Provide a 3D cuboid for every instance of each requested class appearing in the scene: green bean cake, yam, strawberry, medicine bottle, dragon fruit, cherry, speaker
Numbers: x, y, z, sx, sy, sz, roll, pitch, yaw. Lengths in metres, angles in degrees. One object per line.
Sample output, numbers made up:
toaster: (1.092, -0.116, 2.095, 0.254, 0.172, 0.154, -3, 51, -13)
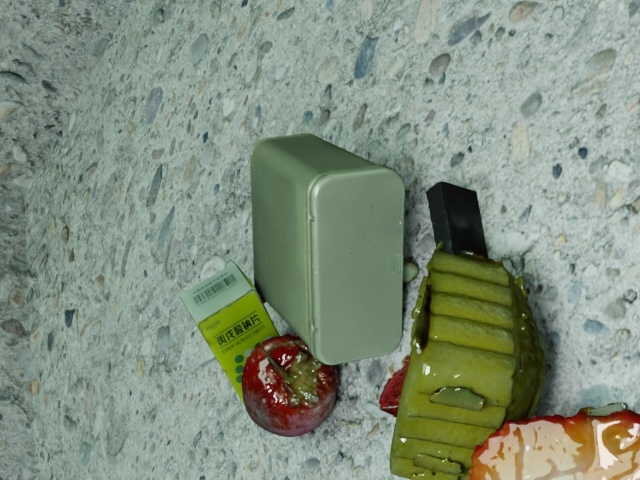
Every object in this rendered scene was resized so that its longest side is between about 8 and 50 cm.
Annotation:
green bean cake: (0.224, 0.198, 1.741, 0.310, 0.202, 0.285, -76, -3, -47)
yam: (0.139, 0.046, 2.112, 0.094, 0.043, 0.043, 36, 109, 59)
strawberry: (0.347, 0.359, 1.551, 0.336, 0.149, 0.265, -40, 51, 29)
medicine bottle: (-0.161, 0.189, 2.330, 0.137, 0.250, 0.141, -31, 32, -7)
dragon fruit: (0.186, 0.242, 1.924, 0.162, 0.083, 0.106, -17, 50, 27)
cherry: (-0.070, 0.287, 2.224, 0.175, 0.192, 0.250, -51, 0, -42)
speaker: (0.233, 0.008, 1.934, 0.044, 0.082, 0.218, -41, 44, 44)

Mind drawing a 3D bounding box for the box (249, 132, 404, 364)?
box: (0.000, 0.000, 2.143, 0.344, 0.177, 0.352, -144, 48, -59)

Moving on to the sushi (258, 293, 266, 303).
sushi: (-0.107, 0.093, 2.498, 0.050, 0.047, 0.099, 34, 90, 46)

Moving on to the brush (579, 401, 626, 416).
brush: (0.336, 0.304, 1.709, 0.314, 0.017, 0.090, -26, 53, 53)
